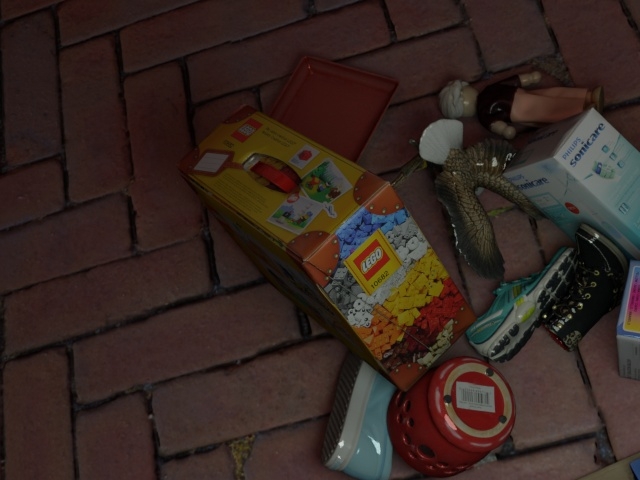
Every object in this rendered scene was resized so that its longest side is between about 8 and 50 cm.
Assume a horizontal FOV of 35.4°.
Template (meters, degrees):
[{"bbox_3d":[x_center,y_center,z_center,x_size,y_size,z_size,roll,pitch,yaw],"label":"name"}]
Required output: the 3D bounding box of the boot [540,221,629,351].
[{"bbox_3d":[0.474,0.091,1.820,0.178,0.236,0.085,-44,46,-4],"label":"boot"}]

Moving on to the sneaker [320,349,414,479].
[{"bbox_3d":[0.116,0.291,1.902,0.150,0.135,0.366,28,59,-12],"label":"sneaker"}]

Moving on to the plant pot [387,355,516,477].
[{"bbox_3d":[0.235,0.308,1.764,0.191,0.174,0.191,9,65,-19],"label":"plant pot"}]

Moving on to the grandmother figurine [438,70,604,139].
[{"bbox_3d":[0.411,-0.282,2.118,0.342,0.104,0.208,10,39,24],"label":"grandmother figurine"}]

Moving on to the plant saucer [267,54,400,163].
[{"bbox_3d":[0.018,-0.277,2.256,0.259,0.048,0.258,20,70,24],"label":"plant saucer"}]

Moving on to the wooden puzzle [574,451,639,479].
[{"bbox_3d":[0.521,0.484,1.626,0.347,0.080,0.322,-22,39,3],"label":"wooden puzzle"}]

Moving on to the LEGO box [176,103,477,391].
[{"bbox_3d":[0.000,0.000,1.834,0.193,0.372,0.500,-43,38,-9],"label":"LEGO box"}]

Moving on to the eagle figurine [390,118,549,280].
[{"bbox_3d":[0.312,-0.103,1.985,0.225,0.226,0.298,-21,56,-44],"label":"eagle figurine"}]

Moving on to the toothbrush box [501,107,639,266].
[{"bbox_3d":[0.512,-0.083,1.831,0.295,0.216,0.126,43,77,-9],"label":"toothbrush box"}]

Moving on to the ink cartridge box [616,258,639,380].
[{"bbox_3d":[0.709,0.169,1.680,0.395,0.270,0.151,11,72,21],"label":"ink cartridge box"}]

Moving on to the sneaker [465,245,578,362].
[{"bbox_3d":[0.386,0.105,1.915,0.275,0.107,0.110,-43,50,-9],"label":"sneaker"}]
